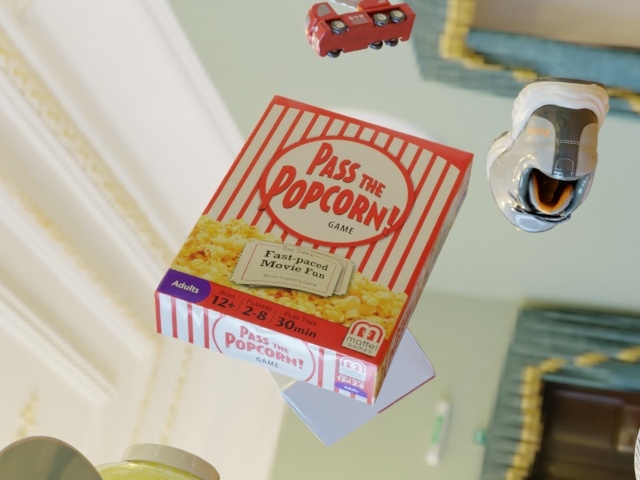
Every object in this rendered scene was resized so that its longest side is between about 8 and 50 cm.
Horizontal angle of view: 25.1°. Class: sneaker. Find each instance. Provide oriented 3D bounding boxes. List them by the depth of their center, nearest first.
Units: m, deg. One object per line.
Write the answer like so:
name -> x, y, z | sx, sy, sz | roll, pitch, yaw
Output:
sneaker -> 0.214, -0.059, 1.403 | 0.271, 0.100, 0.108 | 87, -171, -70

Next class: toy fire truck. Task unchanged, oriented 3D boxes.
toy fire truck -> 0.052, -0.304, 1.848 | 0.192, 0.135, 0.047 | -14, -40, -26

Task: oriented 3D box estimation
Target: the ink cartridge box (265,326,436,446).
ink cartridge box -> 0.000, 0.072, 1.347 | 0.176, 0.128, 0.127 | 58, -178, 37

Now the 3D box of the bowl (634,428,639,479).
bowl -> 0.294, 0.178, 0.998 | 0.080, 0.170, 0.170 | -33, -51, -59

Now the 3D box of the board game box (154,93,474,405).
board game box -> 0.000, 0.000, 0.927 | 0.045, 0.146, 0.193 | 94, -162, -48

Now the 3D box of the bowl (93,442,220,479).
bowl -> -0.187, 0.322, 1.610 | 0.289, 0.289, 0.156 | 72, -153, -55

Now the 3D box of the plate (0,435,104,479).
plate -> -0.193, 0.230, 1.003 | 0.188, 0.024, 0.188 | 42, -140, -49
